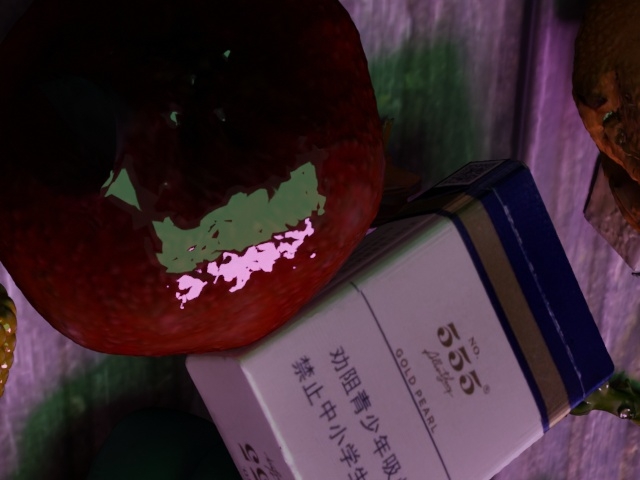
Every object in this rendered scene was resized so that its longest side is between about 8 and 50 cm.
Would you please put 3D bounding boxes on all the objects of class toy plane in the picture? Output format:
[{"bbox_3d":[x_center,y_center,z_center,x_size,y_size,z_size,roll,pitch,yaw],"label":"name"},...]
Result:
[{"bbox_3d":[-0.009,-0.005,1.196,0.188,0.062,0.135,-35,140,-29],"label":"toy plane"}]

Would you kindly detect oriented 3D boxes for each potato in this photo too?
[{"bbox_3d":[0.263,-0.020,1.384,0.122,0.086,0.061,-5,137,-36],"label":"potato"}]

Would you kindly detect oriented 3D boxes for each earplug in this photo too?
[{"bbox_3d":[-0.098,0.237,1.243,0.164,0.280,0.257,-23,101,-58],"label":"earplug"}]

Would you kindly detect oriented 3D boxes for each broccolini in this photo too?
[{"bbox_3d":[0.225,0.113,1.485,0.067,0.058,0.216,-20,158,35],"label":"broccolini"}]

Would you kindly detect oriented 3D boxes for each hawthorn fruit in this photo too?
[{"bbox_3d":[-0.079,-0.023,1.044,0.230,0.210,0.266,-27,145,-23],"label":"hawthorn fruit"}]

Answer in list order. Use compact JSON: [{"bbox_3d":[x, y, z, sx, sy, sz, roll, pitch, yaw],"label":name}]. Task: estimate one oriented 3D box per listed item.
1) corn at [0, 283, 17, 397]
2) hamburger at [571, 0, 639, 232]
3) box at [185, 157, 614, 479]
[{"bbox_3d":[-0.262,0.153,1.104,0.106,0.106,0.305,8,113,-40],"label":"corn"},{"bbox_3d":[0.312,-0.105,1.205,0.314,0.290,0.170,-43,132,5],"label":"hamburger"},{"bbox_3d":[0.058,0.077,1.164,0.259,0.071,0.168,-33,105,-33],"label":"box"}]
